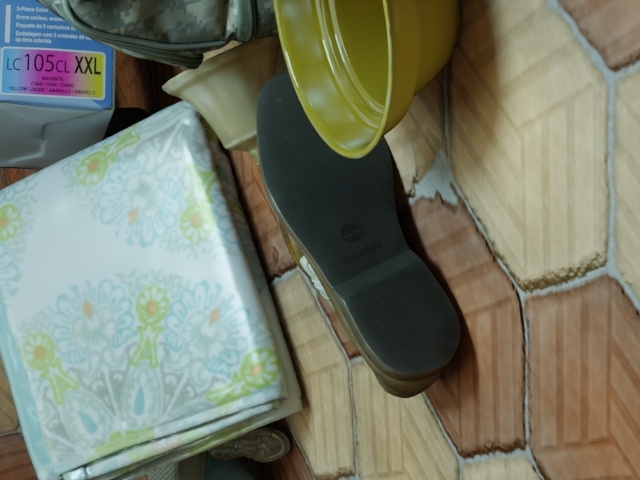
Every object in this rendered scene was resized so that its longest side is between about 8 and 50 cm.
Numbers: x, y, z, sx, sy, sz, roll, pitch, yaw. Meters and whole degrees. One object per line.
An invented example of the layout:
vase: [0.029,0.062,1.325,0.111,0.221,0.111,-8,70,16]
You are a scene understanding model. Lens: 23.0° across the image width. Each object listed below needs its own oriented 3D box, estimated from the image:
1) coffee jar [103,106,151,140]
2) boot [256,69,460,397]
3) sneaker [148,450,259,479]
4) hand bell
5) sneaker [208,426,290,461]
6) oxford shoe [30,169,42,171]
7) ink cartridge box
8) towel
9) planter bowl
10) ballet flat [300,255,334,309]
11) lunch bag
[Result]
coffee jar: [-0.260,-0.099,2.050,0.184,0.079,0.096,126,135,-65]
boot: [0.020,-0.004,1.347,0.115,0.112,0.305,98,151,-67]
sneaker: [-0.123,0.311,1.881,0.135,0.150,0.366,-60,13,20]
hand bell: [-0.045,-0.064,1.505,0.242,0.126,0.126,66,160,-2]
sneaker: [-0.067,0.229,1.814,0.118,0.067,0.042,-8,93,40]
oxford shoe: [-0.355,-0.296,2.170,0.146,0.140,0.397,0,99,38]
ink cartridge box: [-0.327,-0.307,1.896,0.270,0.151,0.395,135,138,-70]
towel: [-0.211,0.071,1.751,0.090,0.320,0.374,16,-127,-68]
planter bowl: [0.044,-0.176,1.182,0.217,0.090,0.217,167,90,-69]
ballet flat: [0.000,0.000,1.461,0.057,0.052,0.168,-162,61,-67]
lunch bag: [-0.153,-0.276,1.403,0.305,0.256,0.213,-142,43,-60]
